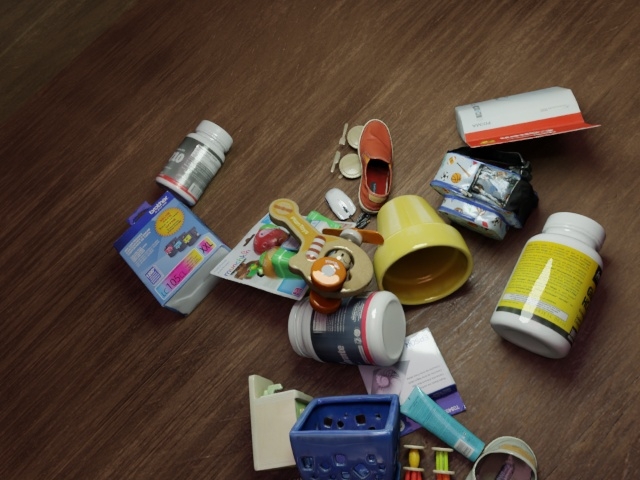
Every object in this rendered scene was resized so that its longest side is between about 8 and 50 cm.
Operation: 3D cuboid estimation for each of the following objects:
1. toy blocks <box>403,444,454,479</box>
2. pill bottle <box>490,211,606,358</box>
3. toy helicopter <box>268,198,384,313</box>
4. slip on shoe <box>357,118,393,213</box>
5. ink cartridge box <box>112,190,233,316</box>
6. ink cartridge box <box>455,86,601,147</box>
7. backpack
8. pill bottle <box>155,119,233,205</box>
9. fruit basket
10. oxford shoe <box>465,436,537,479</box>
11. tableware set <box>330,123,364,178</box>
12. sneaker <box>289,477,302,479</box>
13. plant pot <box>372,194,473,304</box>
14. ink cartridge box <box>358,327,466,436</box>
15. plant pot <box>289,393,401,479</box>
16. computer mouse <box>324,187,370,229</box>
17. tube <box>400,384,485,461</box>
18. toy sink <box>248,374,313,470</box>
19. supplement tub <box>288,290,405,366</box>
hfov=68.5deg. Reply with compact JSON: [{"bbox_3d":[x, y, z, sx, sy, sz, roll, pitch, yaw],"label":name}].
[{"bbox_3d":[0.260,0.577,1.131,0.123,0.054,0.148,-2,65,17],"label":"toy blocks"},{"bbox_3d":[0.577,0.105,1.173,0.188,0.188,0.334,24,76,26],"label":"pill bottle"},{"bbox_3d":[0.000,0.000,1.221,0.235,0.140,0.355,-32,60,-24],"label":"toy helicopter"},{"bbox_3d":[0.181,-0.249,1.495,0.123,0.101,0.331,10,66,-9],"label":"slip on shoe"},{"bbox_3d":[-0.502,0.023,1.585,0.270,0.151,0.395,-47,60,-7],"label":"ink cartridge box"},{"bbox_3d":[0.551,-0.350,1.316,0.308,0.385,0.091,-8,107,14],"label":"ink cartridge box"},{"bbox_3d":[0.441,-0.131,1.305,0.263,0.276,0.213,37,94,32],"label":"backpack"},{"bbox_3d":[-0.450,-0.282,1.699,0.161,0.161,0.283,24,75,26],"label":"pill bottle"},{"bbox_3d":[-0.115,0.017,1.420,0.353,0.165,0.327,16,49,31],"label":"fruit basket"},{"bbox_3d":[0.346,0.643,1.032,0.169,0.130,0.449,26,78,24],"label":"oxford shoe"},{"bbox_3d":[0.121,-0.295,1.591,0.128,0.039,0.194,14,76,7],"label":"tableware set"},{"bbox_3d":[-0.051,0.638,1.202,0.192,0.064,0.086,14,64,23],"label":"sneaker"},{"bbox_3d":[0.260,0.011,1.303,0.254,0.254,0.239,-18,46,9],"label":"plant pot"},{"bbox_3d":[0.232,0.375,1.239,0.223,0.045,0.224,-25,61,5],"label":"ink cartridge box"},{"bbox_3d":[0.075,0.506,1.109,0.236,0.236,0.212,-7,91,14],"label":"plant pot"},{"bbox_3d":[0.073,-0.104,1.516,0.106,0.042,0.193,-38,61,-1],"label":"computer mouse"},{"bbox_3d":[0.300,0.455,1.161,0.207,0.052,0.080,35,85,20],"label":"tube"},{"bbox_3d":[-0.093,0.470,1.239,0.131,0.153,0.234,-15,61,11],"label":"toy sink"},{"bbox_3d":[0.071,0.232,1.252,0.272,0.191,0.191,-5,64,32],"label":"supplement tub"}]
